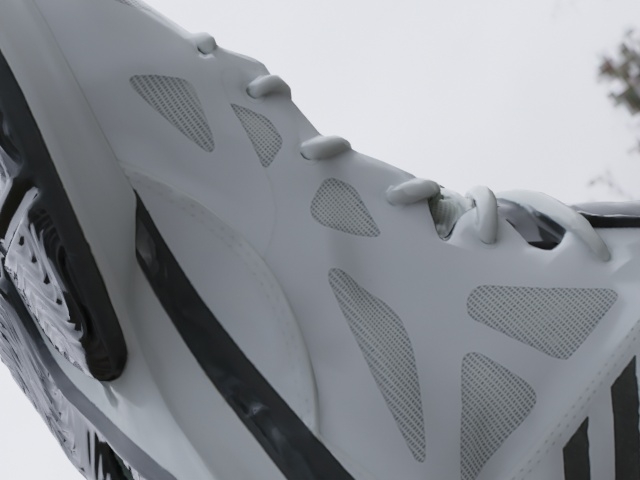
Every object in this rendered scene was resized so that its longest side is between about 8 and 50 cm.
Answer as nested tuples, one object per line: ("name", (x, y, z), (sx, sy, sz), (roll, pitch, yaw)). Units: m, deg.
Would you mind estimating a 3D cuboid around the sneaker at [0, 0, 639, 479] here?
("sneaker", (0.000, 0.001, 0.788), (0.257, 0.447, 0.169), (-27, -9, -24))
